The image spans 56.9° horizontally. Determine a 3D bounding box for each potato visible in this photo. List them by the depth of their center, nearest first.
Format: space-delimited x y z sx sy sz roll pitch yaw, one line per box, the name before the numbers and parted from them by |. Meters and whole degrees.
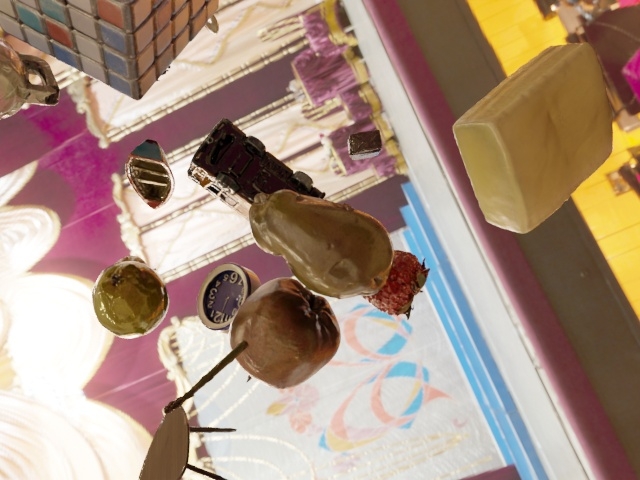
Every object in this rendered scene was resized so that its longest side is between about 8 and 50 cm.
potato | -0.002 0.003 1.325 0.351 0.202 0.218 33 160 -9

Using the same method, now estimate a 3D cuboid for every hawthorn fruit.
hawthorn fruit | -0.110 0.252 1.526 0.268 0.301 0.267 41 -166 -13

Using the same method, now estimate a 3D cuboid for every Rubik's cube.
Rubik's cube | -0.350 -0.463 0.963 0.287 0.291 0.293 27 155 1

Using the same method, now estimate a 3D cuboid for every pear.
pear | -0.527 0.165 1.644 0.269 0.213 0.212 91 161 -58

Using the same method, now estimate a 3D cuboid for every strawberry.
strawberry | 0.155 0.077 1.475 0.228 0.174 0.098 35 -179 39

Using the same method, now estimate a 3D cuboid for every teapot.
teapot | -0.734 -0.395 1.359 0.163 0.222 0.178 86 166 -49

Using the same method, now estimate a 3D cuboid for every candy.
candy | 0.122 -0.261 1.652 0.312 0.088 0.061 -51 -47 -84

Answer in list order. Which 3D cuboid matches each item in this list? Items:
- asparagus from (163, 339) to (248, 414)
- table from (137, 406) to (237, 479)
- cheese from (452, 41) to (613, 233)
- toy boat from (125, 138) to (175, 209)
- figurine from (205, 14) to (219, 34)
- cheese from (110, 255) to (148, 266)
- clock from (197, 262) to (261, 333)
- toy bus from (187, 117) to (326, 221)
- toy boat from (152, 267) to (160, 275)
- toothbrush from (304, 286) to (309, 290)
asparagus | -0.244 0.295 1.281 0.248 0.024 0.025 -38 -87 -40
table | -0.404 0.730 1.898 0.249 0.317 0.317 29 -154 -28
cheese | 0.392 -0.183 1.066 0.124 0.266 0.242 23 148 57
toy boat | -0.475 -0.180 1.676 0.392 0.136 0.079 131 151 -72
figurine | -0.403 -0.536 1.401 0.185 0.333 0.204 -63 -49 -86
cheese | -0.745 0.168 2.321 0.235 0.117 0.217 15 -98 -64
clock | -0.300 0.191 1.947 0.083 0.231 0.230 28 -145 -51
toy bus | -0.173 -0.146 1.527 0.324 0.161 0.194 36 163 -11
toy boat | -0.526 0.116 1.873 0.038 0.038 0.083 58 -172 -42
toothbrush | -0.006 0.091 1.621 0.019 0.275 0.025 26 -130 -6
